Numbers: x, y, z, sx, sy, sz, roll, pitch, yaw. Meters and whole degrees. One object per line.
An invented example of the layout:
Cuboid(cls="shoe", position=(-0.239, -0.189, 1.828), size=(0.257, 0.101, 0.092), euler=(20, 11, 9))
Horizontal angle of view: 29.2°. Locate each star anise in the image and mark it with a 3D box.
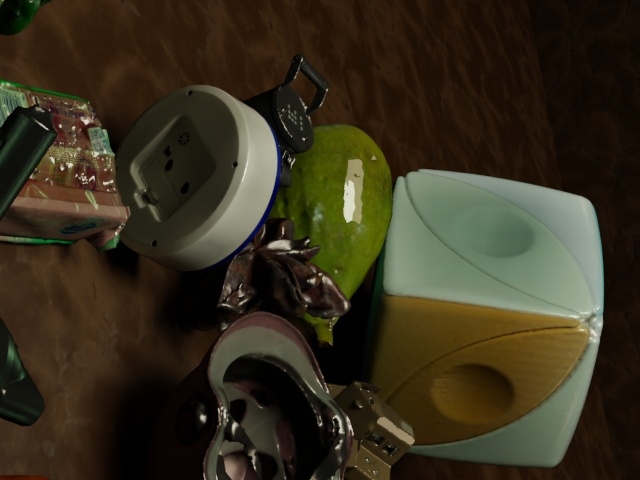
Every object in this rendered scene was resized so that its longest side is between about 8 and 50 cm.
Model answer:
Cuboid(cls="star anise", position=(-0.088, 0.042, 1.631), size=(0.283, 0.212, 0.129), euler=(46, -35, 46))

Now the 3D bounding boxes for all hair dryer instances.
Cuboid(cls="hair dryer", position=(-0.311, 0.023, 1.160), size=(0.116, 0.302, 0.244), euler=(35, 0, 38))

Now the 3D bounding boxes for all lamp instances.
Cuboid(cls="lamp", position=(-0.101, -0.136, 1.700), size=(0.147, 0.227, 0.172), euler=(41, 39, -46))

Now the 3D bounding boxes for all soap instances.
Cuboid(cls="soap", position=(-0.338, -0.094, 1.357), size=(0.273, 0.098, 0.218), euler=(7, 67, -62))

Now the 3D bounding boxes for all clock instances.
Cuboid(cls="clock", position=(-0.163, -0.078, 1.541), size=(0.083, 0.230, 0.230), euler=(28, 49, -49))

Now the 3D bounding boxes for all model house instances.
Cuboid(cls="model house", position=(-0.011, 0.248, 1.723), size=(0.248, 0.176, 0.181), euler=(37, 27, -17))

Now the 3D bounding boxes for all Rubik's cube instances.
Cuboid(cls="Rubik's cube", position=(0.251, 0.124, 1.962), size=(0.352, 0.347, 0.352), euler=(-76, 172, -54))

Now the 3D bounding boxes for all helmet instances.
Cuboid(cls="helmet", position=(-0.097, 0.276, 1.472), size=(0.271, 0.197, 0.338), euler=(13, 55, -52))

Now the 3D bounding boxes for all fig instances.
Cuboid(cls="fig", position=(-0.020, -0.022, 1.815), size=(0.233, 0.233, 0.314), euler=(54, 47, -32))

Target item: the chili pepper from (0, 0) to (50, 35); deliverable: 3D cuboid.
Cuboid(cls="chili pepper", position=(-0.361, -0.324, 1.466), size=(0.270, 0.099, 0.136), euler=(-73, 146, -57))

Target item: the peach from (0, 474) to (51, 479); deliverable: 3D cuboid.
Cuboid(cls="peach", position=(-0.295, 0.308, 1.082), size=(0.197, 0.197, 0.197), euler=(42, 38, -45))
